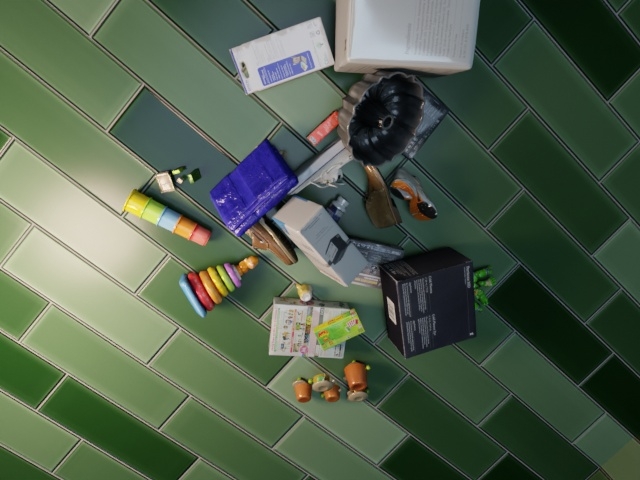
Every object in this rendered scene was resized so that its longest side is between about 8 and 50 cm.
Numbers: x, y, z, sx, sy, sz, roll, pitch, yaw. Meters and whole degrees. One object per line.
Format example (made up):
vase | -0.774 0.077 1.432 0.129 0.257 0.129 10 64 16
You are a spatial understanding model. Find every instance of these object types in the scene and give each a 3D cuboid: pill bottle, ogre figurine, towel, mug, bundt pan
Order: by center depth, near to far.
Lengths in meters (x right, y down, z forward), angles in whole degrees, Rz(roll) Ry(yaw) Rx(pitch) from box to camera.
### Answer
bundt pan | 0.189 -0.420 1.561 0.331 0.124 0.330 -23 136 -25
towel | -0.248 -0.191 1.652 0.308 0.076 0.227 -41 68 12
pill bottle | 0.055 -0.111 1.775 0.067 0.067 0.120 37 99 -13
mug | -0.066 0.212 1.852 0.078 0.064 0.062 15 104 -9
ogre figurine | 0.643 0.203 1.908 0.118 0.096 0.196 5 121 -25

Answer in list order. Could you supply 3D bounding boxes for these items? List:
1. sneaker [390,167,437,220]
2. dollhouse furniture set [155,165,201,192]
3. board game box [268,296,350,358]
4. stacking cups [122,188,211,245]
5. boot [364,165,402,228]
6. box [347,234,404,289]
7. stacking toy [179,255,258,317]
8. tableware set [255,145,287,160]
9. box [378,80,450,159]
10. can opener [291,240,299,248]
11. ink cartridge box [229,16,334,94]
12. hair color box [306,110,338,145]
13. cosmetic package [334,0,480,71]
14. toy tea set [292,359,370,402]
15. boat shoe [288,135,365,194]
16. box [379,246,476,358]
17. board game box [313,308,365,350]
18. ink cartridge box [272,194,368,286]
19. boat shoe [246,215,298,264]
sneaker | 0.370 -0.182 1.775 0.099 0.120 0.262 -17 135 38
dollhouse furniture set | -0.527 -0.230 1.710 0.152 0.058 0.076 -9 114 17
board game box | -0.049 0.354 1.877 0.304 0.097 0.223 5 103 -8
stacking cups | -0.563 -0.071 1.715 0.316 0.096 0.096 31 100 -13
boot | 0.206 -0.174 1.747 0.115 0.112 0.305 -21 116 12
box | 0.200 0.093 1.850 0.231 0.056 0.182 12 105 -9
stacking toy | -0.369 0.146 1.778 0.302 0.175 0.165 -30 107 -11
tableware set | -0.194 -0.247 1.724 0.129 0.039 0.194 13 98 15
box | 0.332 -0.445 1.716 0.184 0.059 0.232 34 100 -13
can opener | -0.066 -0.055 1.785 0.059 0.073 0.185 18 93 -2
ink cartridge box | -0.132 -0.640 1.617 0.333 0.065 0.165 -19 106 -2
hair color box | 0.014 -0.410 1.688 0.141 0.072 0.043 -43 105 6
cosmetic package | 0.262 -0.716 1.496 0.395 0.329 0.327 1 105 -7
toy tea set | 0.051 0.592 1.962 0.337 0.124 0.199 2 134 -9
boat shoe | 0.037 -0.256 1.712 0.367 0.136 0.156 -39 108 -4
box | 0.421 0.239 1.815 0.313 0.179 0.342 -13 111 -11
board game box | 0.073 0.351 1.818 0.182 0.043 0.092 -26 106 0
ink cartridge box | 0.000 0.000 1.672 0.129 0.223 0.307 -47 122 -10
boat shoe | -0.212 -0.014 1.763 0.104 0.110 0.307 -39 95 9
